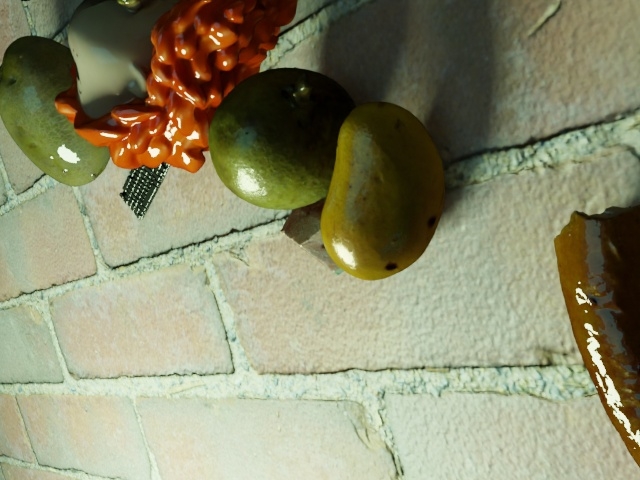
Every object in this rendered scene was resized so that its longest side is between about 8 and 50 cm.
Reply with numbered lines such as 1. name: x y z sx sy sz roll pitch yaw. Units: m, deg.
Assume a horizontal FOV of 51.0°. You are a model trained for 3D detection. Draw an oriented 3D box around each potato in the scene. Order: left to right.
1. potato: -0.402 -0.196 1.030 0.178 0.160 0.235 -134 30 -57

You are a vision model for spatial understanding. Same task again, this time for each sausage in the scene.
1. sausage: 0.267 0.112 0.518 0.102 0.076 0.302 -32 79 45

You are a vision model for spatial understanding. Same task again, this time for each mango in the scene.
1. mango: 0.063 -0.043 0.649 0.090 0.115 0.178 -103 22 -66

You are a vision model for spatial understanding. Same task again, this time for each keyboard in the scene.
1. keyboard: -0.255 -0.109 1.005 0.060 0.018 0.195 53 133 15

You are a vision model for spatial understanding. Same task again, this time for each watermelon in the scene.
1. watermelon: -0.001 -0.001 0.753 0.084 0.072 0.092 7 113 61

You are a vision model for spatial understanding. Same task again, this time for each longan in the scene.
1. longan: -0.033 -0.109 0.679 0.145 0.155 0.176 33 147 -5

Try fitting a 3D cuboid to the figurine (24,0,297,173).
1. figurine: -0.202 -0.268 0.684 0.306 0.412 0.241 -34 42 4
